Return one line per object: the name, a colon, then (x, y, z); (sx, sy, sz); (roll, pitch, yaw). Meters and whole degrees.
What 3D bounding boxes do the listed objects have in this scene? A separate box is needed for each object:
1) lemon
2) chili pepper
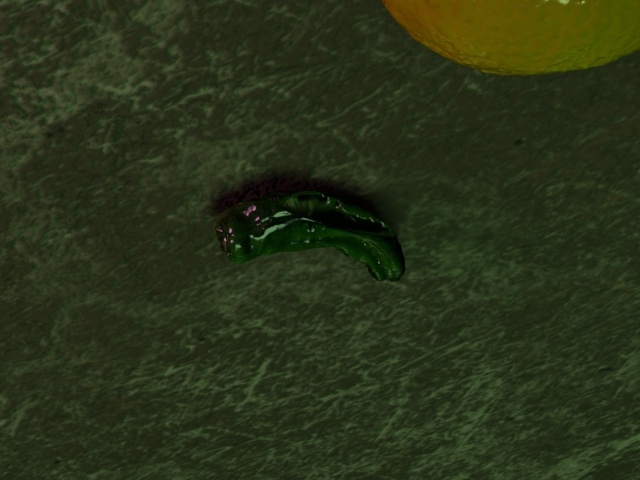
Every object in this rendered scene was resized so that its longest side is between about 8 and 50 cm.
lemon: (0.127, -0.188, 0.816); (0.256, 0.188, 0.188); (-10, 141, -5)
chili pepper: (0.005, -0.004, 1.109); (0.182, 0.050, 0.073); (15, 126, -35)
